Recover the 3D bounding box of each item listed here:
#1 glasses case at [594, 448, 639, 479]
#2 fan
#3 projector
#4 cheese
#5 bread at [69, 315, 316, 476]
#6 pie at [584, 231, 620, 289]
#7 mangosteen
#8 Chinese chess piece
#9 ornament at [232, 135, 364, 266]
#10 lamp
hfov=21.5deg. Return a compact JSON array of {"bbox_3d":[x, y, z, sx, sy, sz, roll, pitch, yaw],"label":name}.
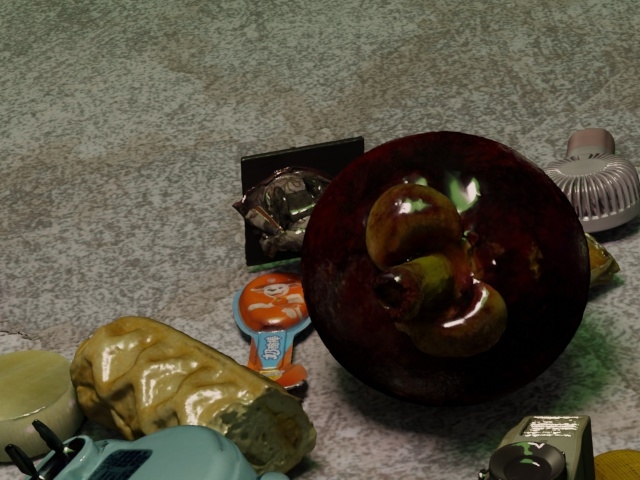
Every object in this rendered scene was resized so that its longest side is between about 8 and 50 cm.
[{"bbox_3d":[0.302,0.258,1.483,0.079,0.064,0.234,-7,27,-16],"label":"glasses case"},{"bbox_3d":[0.333,-0.079,2.086,0.130,0.074,0.244,-6,22,15],"label":"fan"},{"bbox_3d":[0.170,0.259,1.374,0.088,0.194,0.269,2,30,17],"label":"projector"},{"bbox_3d":[-0.051,0.097,1.881,0.106,0.037,0.256,-5,28,5],"label":"cheese"},{"bbox_3d":[-0.142,0.160,1.699,0.267,0.130,0.152,24,4,43],"label":"bread"},{"bbox_3d":[0.226,0.000,1.967,0.128,0.068,0.282,-24,37,-26],"label":"pie"},{"bbox_3d":[0.124,0.021,1.713,0.297,0.293,0.297,-7,54,10],"label":"mangosteen"},{"bbox_3d":[-0.319,0.175,1.782,0.144,0.058,0.144,-7,29,4],"label":"Chinese chess piece"},{"bbox_3d":[0.000,0.000,1.928,0.166,0.153,0.196,-11,32,-13],"label":"ornament"},{"bbox_3d":[-0.169,0.253,1.506,0.284,0.147,0.209,17,48,37],"label":"lamp"}]
